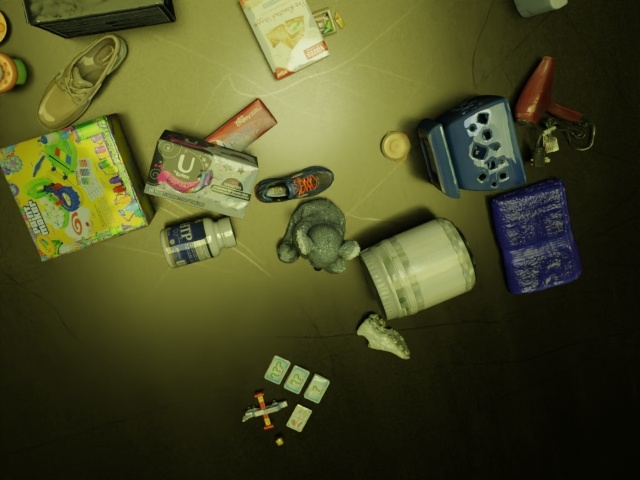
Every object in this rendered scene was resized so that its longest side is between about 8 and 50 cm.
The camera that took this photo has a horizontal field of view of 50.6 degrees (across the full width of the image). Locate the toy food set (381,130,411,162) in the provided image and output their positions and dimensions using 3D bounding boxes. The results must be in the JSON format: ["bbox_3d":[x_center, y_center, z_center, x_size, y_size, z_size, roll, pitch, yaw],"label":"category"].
[{"bbox_3d":[0.210,-0.262,1.874,0.083,0.020,0.082,19,99,-10],"label":"toy food set"}]

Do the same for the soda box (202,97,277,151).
[{"bbox_3d":[-0.240,-0.264,1.780,0.263,0.092,0.083,-38,104,2],"label":"soda box"}]

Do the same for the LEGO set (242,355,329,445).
[{"bbox_3d":[-0.107,0.483,1.980,0.183,0.060,0.244,27,98,-8],"label":"LEGO set"}]

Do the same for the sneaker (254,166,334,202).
[{"bbox_3d":[-0.068,-0.141,1.831,0.221,0.087,0.083,-18,105,-3],"label":"sneaker"}]

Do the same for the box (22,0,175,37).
[{"bbox_3d":[-0.510,-0.592,1.570,0.297,0.294,0.182,-10,101,-5],"label":"box"}]

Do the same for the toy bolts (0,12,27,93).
[{"bbox_3d":[-0.859,-0.454,1.626,0.229,0.158,0.218,-9,103,-5],"label":"toy bolts"}]

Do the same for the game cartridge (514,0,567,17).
[{"bbox_3d":[0.520,-0.720,1.722,0.062,0.198,0.297,-28,104,0],"label":"game cartridge"}]

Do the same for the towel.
[{"bbox_3d":[0.630,-0.006,1.955,0.228,0.076,0.308,-18,104,-4],"label":"towel"}]

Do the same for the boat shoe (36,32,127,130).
[{"bbox_3d":[-0.607,-0.400,1.700,0.109,0.098,0.302,44,94,-14],"label":"boat shoe"}]

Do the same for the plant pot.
[{"bbox_3d":[0.389,-0.243,1.798,0.212,0.236,0.235,-17,104,3],"label":"plant pot"}]

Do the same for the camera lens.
[{"bbox_3d":[0.270,0.076,1.853,0.274,0.219,0.219,-23,104,-2],"label":"camera lens"}]

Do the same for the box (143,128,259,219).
[{"bbox_3d":[-0.287,-0.165,1.664,0.248,0.163,0.142,15,105,-12],"label":"box"}]

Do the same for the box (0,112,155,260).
[{"bbox_3d":[-0.609,-0.140,1.717,0.279,0.177,0.289,-18,104,-3],"label":"box"}]

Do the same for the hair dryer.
[{"bbox_3d":[0.643,-0.367,1.894,0.224,0.080,0.293,-24,110,-18],"label":"hair dryer"}]

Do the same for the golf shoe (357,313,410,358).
[{"bbox_3d":[0.184,0.294,1.981,0.176,0.069,0.086,44,114,-11],"label":"golf shoe"}]

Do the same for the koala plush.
[{"bbox_3d":[0.000,0.000,1.802,0.196,0.221,0.203,13,100,-9],"label":"koala plush"}]

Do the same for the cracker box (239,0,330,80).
[{"bbox_3d":[-0.092,-0.550,1.743,0.156,0.067,0.232,-26,105,5],"label":"cracker box"}]

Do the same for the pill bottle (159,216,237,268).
[{"bbox_3d":[-0.325,-0.001,1.817,0.187,0.112,0.111,-16,104,-4],"label":"pill bottle"}]

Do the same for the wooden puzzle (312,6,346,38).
[{"bbox_3d":[0.003,-0.570,1.784,0.116,0.014,0.078,-27,104,0],"label":"wooden puzzle"}]
